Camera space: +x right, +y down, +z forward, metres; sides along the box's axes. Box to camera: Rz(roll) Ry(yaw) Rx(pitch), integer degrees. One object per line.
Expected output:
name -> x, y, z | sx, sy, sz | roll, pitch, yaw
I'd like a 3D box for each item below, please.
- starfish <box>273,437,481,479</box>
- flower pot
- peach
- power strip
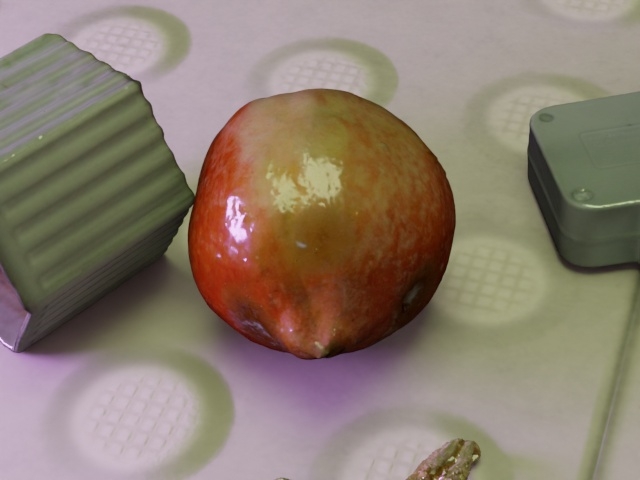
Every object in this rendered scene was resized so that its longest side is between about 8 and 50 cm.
starfish -> 0.105, 0.240, 1.073 | 0.231, 0.048, 0.295 | -31, 51, -26
flower pot -> -0.254, -0.044, 1.278 | 0.189, 0.209, 0.239 | -34, 50, -28
peach -> 0.000, 0.000, 1.214 | 0.232, 0.232, 0.257 | -6, 53, -2
power strip -> 0.325, -0.051, 1.304 | 0.229, 0.141, 0.261 | -8, 41, -3
